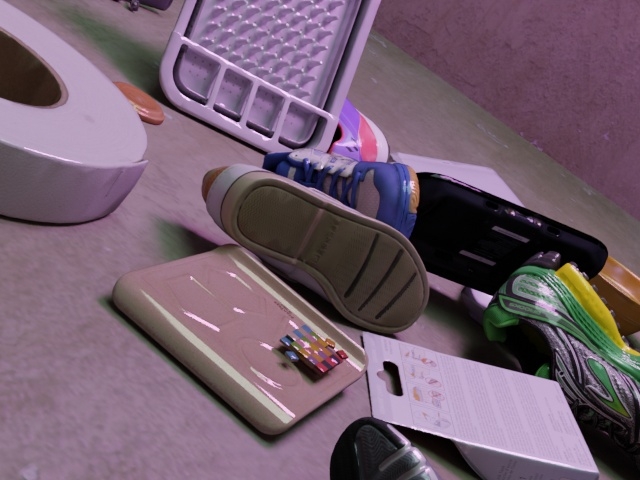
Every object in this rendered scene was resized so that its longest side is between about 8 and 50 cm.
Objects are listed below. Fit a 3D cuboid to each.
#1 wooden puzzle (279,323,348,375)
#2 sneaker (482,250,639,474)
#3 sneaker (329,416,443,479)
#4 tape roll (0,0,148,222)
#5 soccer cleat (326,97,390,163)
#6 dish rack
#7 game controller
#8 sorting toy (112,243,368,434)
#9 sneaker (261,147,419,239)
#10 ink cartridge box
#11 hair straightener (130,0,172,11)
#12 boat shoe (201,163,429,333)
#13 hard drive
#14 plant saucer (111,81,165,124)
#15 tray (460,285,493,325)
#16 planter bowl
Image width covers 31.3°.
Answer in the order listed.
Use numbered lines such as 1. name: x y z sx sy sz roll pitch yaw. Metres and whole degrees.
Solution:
1. wooden puzzle: -0.007 0.098 1.023 0.049 0.006 0.083 39 22 13
2. sneaker: 0.325 0.186 1.385 0.146 0.134 0.343 -35 77 -26
3. sneaker: 0.101 0.238 0.872 0.132 0.086 0.228 18 34 -55
4. tape roll: -0.345 -0.158 1.083 0.392 0.072 0.392 32 17 -11
5. soccer cleat: -0.017 -0.210 1.791 0.116 0.108 0.318 11 32 -45
6. dish rack: -0.074 -0.299 1.622 0.285 0.332 0.072 24 -8 -30
7. game controller: 0.211 0.003 1.470 0.319 0.166 0.067 20 46 -23
8. sorting toy: -0.068 0.085 1.026 0.193 0.038 0.208 39 22 12
9. sneaker: 0.013 -0.052 1.369 0.131 0.112 0.296 10 2 -22
10. ink cartridge box: 0.153 0.183 1.181 0.232 0.066 0.189 11 21 -6
11. hair straightener: -0.320 -0.412 1.843 0.089 0.047 0.230 45 20 30
12. boat shoe: 0.000 0.000 1.234 0.302 0.113 0.103 36 -1 -37
13. hard drive: 0.242 -0.053 1.862 0.203 0.040 0.307 8 25 -17
14. plant saucer: -0.232 -0.175 1.438 0.083 0.013 0.083 31 17 -11
15. tray: 0.303 0.145 1.562 0.270 0.030 0.145 37 16 6
16. planter bowl: 0.483 0.098 1.920 0.217 0.090 0.217 32 18 -12
